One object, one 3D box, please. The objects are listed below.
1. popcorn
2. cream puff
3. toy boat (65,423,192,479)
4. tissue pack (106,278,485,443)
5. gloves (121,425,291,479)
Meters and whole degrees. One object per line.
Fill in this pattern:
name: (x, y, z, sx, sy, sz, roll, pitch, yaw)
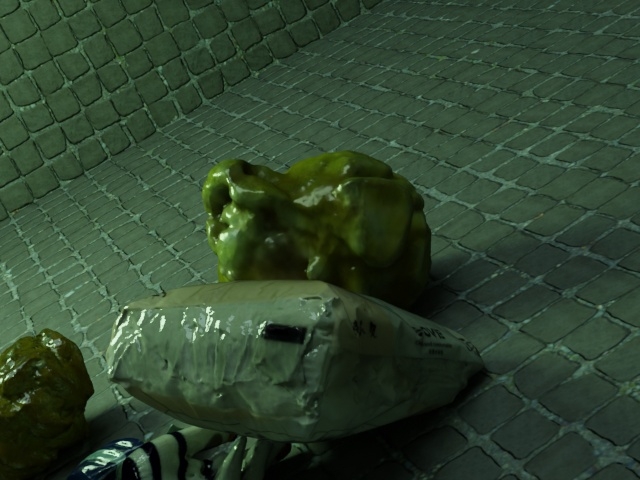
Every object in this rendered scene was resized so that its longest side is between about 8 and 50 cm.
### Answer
popcorn: (-0.002, -0.001, 1.763, 0.334, 0.292, 0.293, -12, 5, -8)
cream puff: (-0.465, 0.260, 1.845, 0.244, 0.196, 0.244, -24, 20, 9)
toy boat: (-0.234, 0.288, 1.623, 0.292, 0.070, 0.210, -30, -5, -16)
tissue pack: (-0.033, 0.151, 1.478, 0.390, 0.195, 0.375, 0, -6, 31)
gloves: (-0.139, 0.304, 1.503, 0.219, 0.131, 0.140, -3, 7, -27)
